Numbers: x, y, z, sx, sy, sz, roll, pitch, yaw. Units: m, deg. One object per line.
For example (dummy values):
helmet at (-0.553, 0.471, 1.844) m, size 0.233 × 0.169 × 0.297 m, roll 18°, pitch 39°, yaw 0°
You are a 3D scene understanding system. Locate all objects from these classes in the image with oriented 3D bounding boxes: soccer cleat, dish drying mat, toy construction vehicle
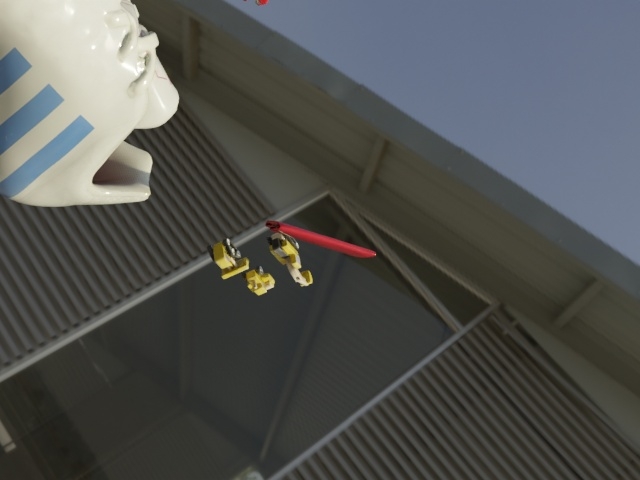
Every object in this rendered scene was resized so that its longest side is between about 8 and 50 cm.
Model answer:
soccer cleat at (-0.154, -0.139, 0.410) m, size 0.331 × 0.143 × 0.115 m, roll 112°, pitch -18°, yaw -54°
dish drying mat at (0.000, 0.000, 0.526) m, size 0.032 × 0.083 × 0.008 m, roll 3°, pitch -104°, yaw 64°
toy construction vehicle at (-0.062, 0.029, 0.731) m, size 0.098 × 0.086 × 0.035 m, roll 58°, pitch 14°, yaw -48°

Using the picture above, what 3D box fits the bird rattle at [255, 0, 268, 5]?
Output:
bird rattle at (-0.151, -0.257, 0.508) m, size 0.254 × 0.207 × 0.143 m, roll 33°, pitch -81°, yaw 39°
